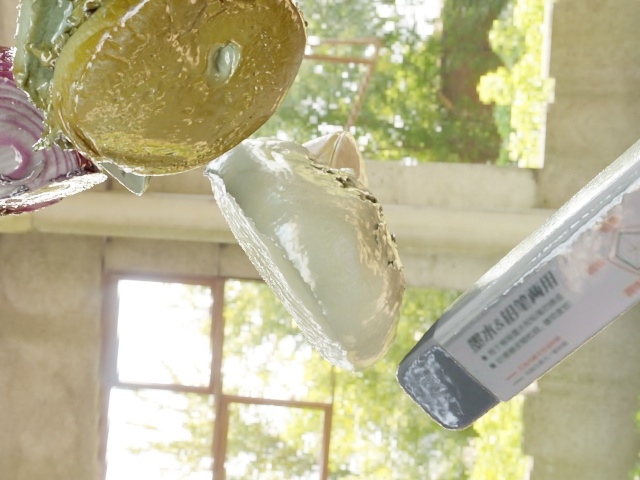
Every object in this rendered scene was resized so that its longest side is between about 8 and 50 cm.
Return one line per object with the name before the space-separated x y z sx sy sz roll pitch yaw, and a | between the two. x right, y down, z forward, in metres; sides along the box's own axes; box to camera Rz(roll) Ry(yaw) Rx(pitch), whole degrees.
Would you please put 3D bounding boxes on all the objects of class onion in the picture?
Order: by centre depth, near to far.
onion | -0.444 -0.161 1.488 0.256 0.272 0.231 -21 94 60

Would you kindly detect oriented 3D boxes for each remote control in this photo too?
remote control | -0.399 -0.194 1.734 0.038 0.309 0.090 -42 -15 -33

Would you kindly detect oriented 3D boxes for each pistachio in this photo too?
pistachio | -0.004 -0.075 1.319 0.200 0.117 0.145 -14 -60 -74

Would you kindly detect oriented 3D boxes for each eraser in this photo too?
eraser | 0.202 0.025 0.807 0.352 0.089 0.061 -44 7 27

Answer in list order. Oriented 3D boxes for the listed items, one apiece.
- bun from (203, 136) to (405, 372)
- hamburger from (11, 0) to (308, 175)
bun | 0.000 0.000 1.084 0.287 0.146 0.287 56 175 8
hamburger | -0.115 -0.145 0.775 0.122 0.215 0.189 52 130 34
